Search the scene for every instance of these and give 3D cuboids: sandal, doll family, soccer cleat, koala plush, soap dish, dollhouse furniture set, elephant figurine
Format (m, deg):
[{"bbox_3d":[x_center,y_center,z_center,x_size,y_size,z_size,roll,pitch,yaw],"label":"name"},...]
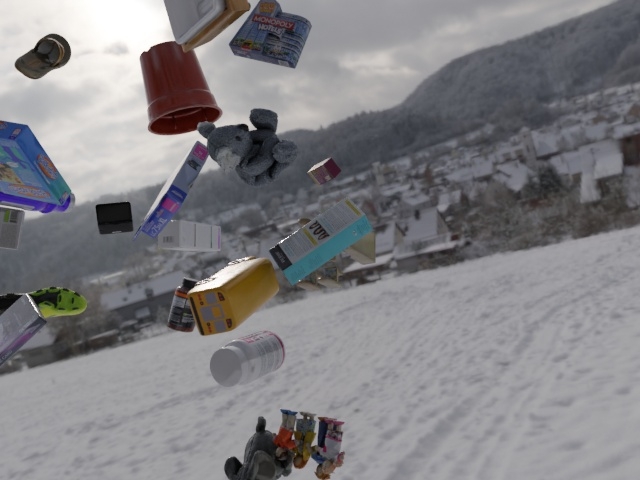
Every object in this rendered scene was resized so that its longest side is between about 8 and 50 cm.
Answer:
[{"bbox_3d":[-0.573,-0.394,1.271,0.049,0.072,0.180,-46,18,32],"label":"sandal"},{"bbox_3d":[-0.012,0.566,1.673,0.263,0.163,0.118,-1,-15,40],"label":"doll family"},{"bbox_3d":[-0.900,0.213,1.934,0.289,0.093,0.121,-1,-31,-26],"label":"soccer cleat"},{"bbox_3d":[-0.218,-0.247,1.650,0.221,0.196,0.203,4,-45,-47],"label":"koala plush"},{"bbox_3d":[-0.301,-0.656,1.528,0.118,0.290,0.229,-13,-3,-44],"label":"soap dish"},{"bbox_3d":[0.019,0.017,1.799,0.242,0.212,0.161,-12,-25,31],"label":"dollhouse furniture set"},{"bbox_3d":[-0.183,0.654,1.703,0.186,0.169,0.239,31,22,18],"label":"elephant figurine"}]

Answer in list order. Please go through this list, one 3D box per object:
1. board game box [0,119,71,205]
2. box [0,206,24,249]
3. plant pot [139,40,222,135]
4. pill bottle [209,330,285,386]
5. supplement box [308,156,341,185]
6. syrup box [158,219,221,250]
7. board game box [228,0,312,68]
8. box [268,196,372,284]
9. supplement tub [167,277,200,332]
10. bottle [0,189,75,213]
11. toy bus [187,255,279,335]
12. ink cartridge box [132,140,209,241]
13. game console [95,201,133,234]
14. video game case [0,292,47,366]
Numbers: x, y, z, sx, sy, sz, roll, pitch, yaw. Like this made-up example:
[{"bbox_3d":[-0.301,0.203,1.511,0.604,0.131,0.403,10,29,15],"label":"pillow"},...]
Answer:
[{"bbox_3d":[-0.648,-0.167,1.287,0.160,0.047,0.210,12,-33,13],"label":"board game box"},{"bbox_3d":[-0.898,-0.038,1.712,0.103,0.114,0.203,10,-2,-25],"label":"box"},{"bbox_3d":[-0.520,-0.553,2.189,0.273,0.264,0.272,-16,-5,-1],"label":"plant pot"},{"bbox_3d":[-0.257,0.422,2.166,0.161,0.160,0.283,-14,-4,25],"label":"pill bottle"},{"bbox_3d":[0.012,-0.204,1.797,0.083,0.055,0.043,-16,27,53],"label":"supplement box"},{"bbox_3d":[-0.451,-0.012,2.113,0.093,0.096,0.237,-3,-6,25],"label":"syrup box"},{"bbox_3d":[-0.134,-0.605,1.728,0.194,0.194,0.060,16,-12,13],"label":"board game box"},{"bbox_3d":[0.000,0.000,1.506,0.244,0.060,0.100,-34,40,-4],"label":"box"},{"bbox_3d":[-0.512,0.245,2.317,0.106,0.197,0.106,14,-2,0],"label":"supplement tub"},{"bbox_3d":[-0.793,-0.129,1.627,0.118,0.092,0.283,13,-1,30],"label":"bottle"},{"bbox_3d":[-0.201,0.121,1.478,0.130,0.108,0.333,-14,8,20],"label":"toy bus"},{"bbox_3d":[-0.421,-0.133,1.735,0.186,0.065,0.311,-42,20,38],"label":"ink cartridge box"},{"bbox_3d":[-0.753,-0.081,2.227,0.122,0.071,0.107,-6,-29,-16],"label":"game console"},{"bbox_3d":[-0.712,0.241,1.292,0.274,0.026,0.196,-46,32,-17],"label":"video game case"}]
